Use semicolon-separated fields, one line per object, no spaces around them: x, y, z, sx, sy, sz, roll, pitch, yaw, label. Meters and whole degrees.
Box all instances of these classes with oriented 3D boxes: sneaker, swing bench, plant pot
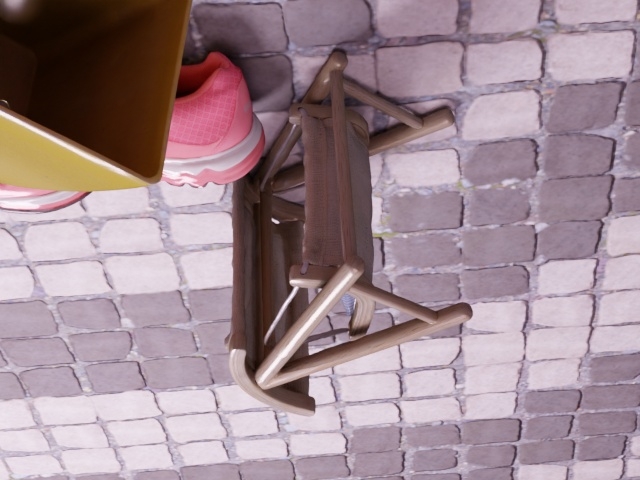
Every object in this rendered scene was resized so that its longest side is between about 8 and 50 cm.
-0.214;-0.121;1.455;0.313;0.116;0.136;-9;137;-3;sneaker
0.000;0.000;1.501;0.165;0.253;0.254;24;138;-34;swing bench
-0.261;-0.157;1.299;0.187;0.212;0.212;-17;147;42;plant pot
